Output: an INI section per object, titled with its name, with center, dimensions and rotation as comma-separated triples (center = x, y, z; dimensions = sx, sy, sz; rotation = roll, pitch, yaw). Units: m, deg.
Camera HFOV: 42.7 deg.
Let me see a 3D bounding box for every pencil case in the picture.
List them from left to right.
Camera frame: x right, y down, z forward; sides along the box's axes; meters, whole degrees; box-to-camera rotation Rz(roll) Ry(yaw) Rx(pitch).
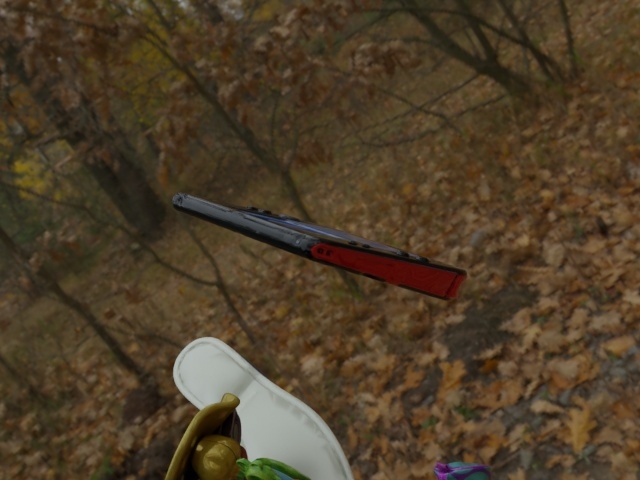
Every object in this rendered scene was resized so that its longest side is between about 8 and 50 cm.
[pencil case]
center = 0.155, 0.320, 0.895
dimensions = 0.070, 0.151, 0.064
rotation = 9, -14, -33

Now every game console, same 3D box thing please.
[game console]
center = 0.000, 0.000, 1.268
dimensions = 0.387, 0.342, 0.060
rotation = 18, 90, 49

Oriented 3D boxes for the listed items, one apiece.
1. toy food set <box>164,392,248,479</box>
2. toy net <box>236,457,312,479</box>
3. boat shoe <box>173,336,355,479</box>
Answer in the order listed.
[toy food set]
center = -0.099, 0.245, 0.816
dimensions = 0.218, 0.071, 0.128
rotation = 101, -164, -48
[toy net]
center = 0.033, 0.256, 0.735
dimensions = 0.045, 0.232, 0.122
rotation = -56, -16, -39
[boat shoe]
center = -0.056, 0.241, 0.990
dimensions = 0.116, 0.099, 0.319
rotation = -44, 57, -9
